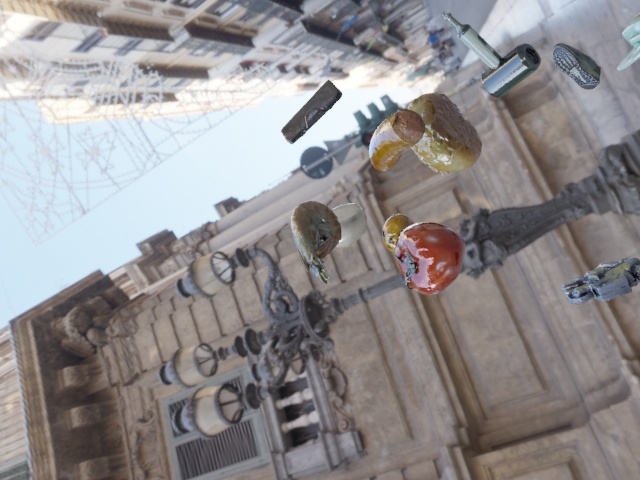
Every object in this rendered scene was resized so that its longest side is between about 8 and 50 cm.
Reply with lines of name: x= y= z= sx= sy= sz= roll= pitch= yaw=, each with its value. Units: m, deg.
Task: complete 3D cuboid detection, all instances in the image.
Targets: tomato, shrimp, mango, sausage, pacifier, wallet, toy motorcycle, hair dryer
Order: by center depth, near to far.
hair dryer: x=0.304 y=-0.361 z=0.945 sx=0.197 sy=0.100 sz=0.057 roll=36 pitch=-125 yaw=-10
toy motorcycle: x=0.621 y=0.082 z=1.092 sx=0.061 sy=0.193 sz=0.124 roll=62 pitch=-156 yaw=-8
tomato: x=0.266 y=0.041 z=1.203 sx=0.187 sy=0.151 sz=0.187 roll=169 pitch=90 yaw=-70
sausage: x=0.191 y=-0.262 z=1.367 sx=0.270 sy=0.109 sz=0.109 roll=124 pitch=123 yaw=-78
mango: x=0.239 y=-0.018 z=1.517 sx=0.178 sy=0.090 sz=0.115 roll=14 pitch=-90 yaw=-68
pacifier: x=1.106 y=-0.635 z=1.571 sx=0.269 sy=0.343 sz=0.288 roll=41 pitch=179 yaw=5
shrimp: x=0.000 y=0.000 z=1.660 sx=0.077 sy=0.168 sz=0.317 roll=103 pitch=154 yaw=-59
wallet: x=-0.044 y=-0.544 z=2.154 sx=0.042 sy=0.309 sz=0.165 roll=38 pitch=-165 yaw=-35

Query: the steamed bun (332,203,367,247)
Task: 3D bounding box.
steamed bun: x=0.092 y=-0.051 z=1.949 sx=0.228 sy=0.177 sz=0.131 roll=-52 pitch=-51 yaw=-57

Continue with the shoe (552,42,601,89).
shoe: x=0.824 y=-0.572 z=1.629 sx=0.194 sy=0.074 sz=0.077 roll=36 pitch=-108 yaw=-13

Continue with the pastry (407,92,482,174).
pastry: x=0.422 y=-0.374 z=1.832 sx=0.316 sy=0.184 sz=0.284 roll=46 pitch=-137 yaw=-5
